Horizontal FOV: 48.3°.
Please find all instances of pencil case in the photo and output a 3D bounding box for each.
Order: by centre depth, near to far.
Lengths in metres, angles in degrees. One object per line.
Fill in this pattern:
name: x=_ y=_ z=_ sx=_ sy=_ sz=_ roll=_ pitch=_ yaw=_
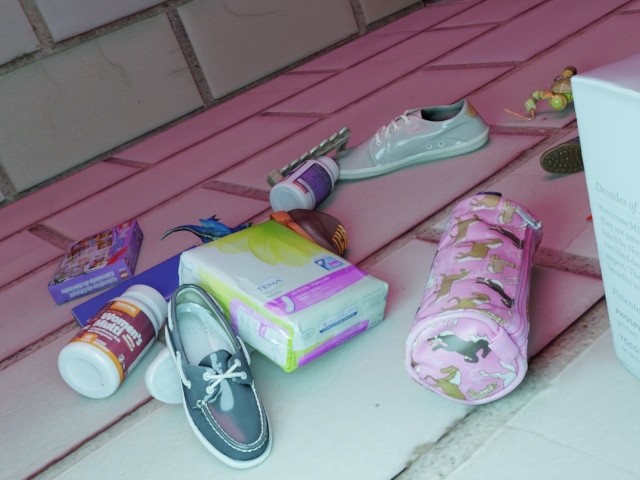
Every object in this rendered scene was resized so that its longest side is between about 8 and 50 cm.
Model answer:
pencil case: x=0.237 y=0.072 z=1.062 sx=0.160 sy=0.167 sz=0.386 roll=21 pitch=35 yaw=8

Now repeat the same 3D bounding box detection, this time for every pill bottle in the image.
pill bottle: x=-0.381 y=0.182 z=1.343 sx=0.121 sy=0.121 sz=0.221 roll=-9 pitch=26 yaw=24
pill bottle: x=-0.033 y=-0.135 z=1.778 sx=0.108 sy=0.108 sz=0.193 roll=-2 pitch=29 yaw=36

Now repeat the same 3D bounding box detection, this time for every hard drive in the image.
hard drive: x=-0.377 y=0.119 z=1.580 sx=0.318 sy=0.040 sz=0.210 roll=-29 pitch=25 yaw=-21

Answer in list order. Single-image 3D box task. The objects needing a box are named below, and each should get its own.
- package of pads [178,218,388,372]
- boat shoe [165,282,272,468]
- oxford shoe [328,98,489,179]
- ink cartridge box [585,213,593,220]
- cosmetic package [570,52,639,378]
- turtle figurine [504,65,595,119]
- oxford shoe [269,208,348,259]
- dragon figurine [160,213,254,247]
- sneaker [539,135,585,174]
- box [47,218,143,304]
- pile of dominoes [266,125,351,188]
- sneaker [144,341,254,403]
package of pads: x=-0.071 y=0.083 z=1.203 sx=0.229 sy=0.101 sz=0.296 roll=-22 pitch=38 yaw=-41
boat shoe: x=-0.159 y=0.190 z=1.051 sx=0.114 sy=0.091 sz=0.302 roll=-18 pitch=49 yaw=-28
oxford shoe: x=0.206 y=-0.264 z=1.852 sx=0.449 sy=0.130 sz=0.169 roll=-14 pitch=28 yaw=20
ink cartridge box: x=0.580 y=-0.086 z=1.275 sx=0.179 sy=0.045 sz=0.145 roll=-30 pitch=25 yaw=-29
cosmetic package: x=0.511 y=-0.014 z=0.730 sx=0.329 sy=0.394 sz=0.327 roll=-21 pitch=23 yaw=-4
turtle figurine: x=0.624 y=-0.386 z=1.837 sx=0.269 sy=0.087 sz=0.217 roll=1 pitch=31 yaw=40
oxford shoe: x=0.000 y=0.000 z=1.444 sx=0.132 sy=0.130 sz=0.364 roll=-17 pitch=24 yaw=-13
dragon figurine: x=-0.229 y=-0.005 z=1.591 sx=0.289 sy=0.085 sz=0.144 roll=12 pitch=9 yaw=5
sneaker: x=0.553 y=-0.191 z=1.509 sx=0.192 sy=0.064 sz=0.086 roll=-16 pitch=16 yaw=7
box: x=-0.579 y=0.049 z=1.868 sx=0.200 sy=0.057 sz=0.293 roll=-20 pitch=23 yaw=1
pile of dominoes: x=-0.029 y=-0.221 z=1.888 sx=0.251 sy=0.040 sz=0.196 roll=-36 pitch=-9 yaw=-17
sneaker: x=-0.223 y=0.184 z=1.252 sx=0.169 sy=0.108 sz=0.292 roll=-1 pitch=20 yaw=40
